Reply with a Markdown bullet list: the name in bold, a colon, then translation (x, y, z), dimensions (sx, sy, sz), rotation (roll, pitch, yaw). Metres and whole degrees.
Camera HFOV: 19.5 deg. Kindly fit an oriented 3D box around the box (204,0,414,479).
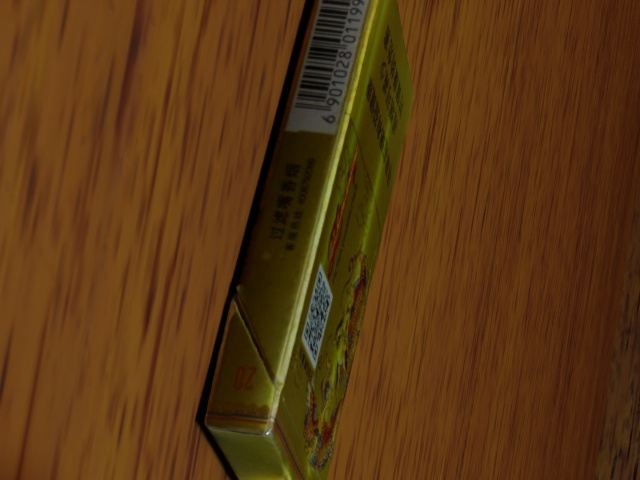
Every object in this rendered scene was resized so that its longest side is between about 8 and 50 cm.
- **box**: translation (0.000, 0.000, 0.560), dimensions (0.089, 0.022, 0.156), rotation (67, 33, -64)
